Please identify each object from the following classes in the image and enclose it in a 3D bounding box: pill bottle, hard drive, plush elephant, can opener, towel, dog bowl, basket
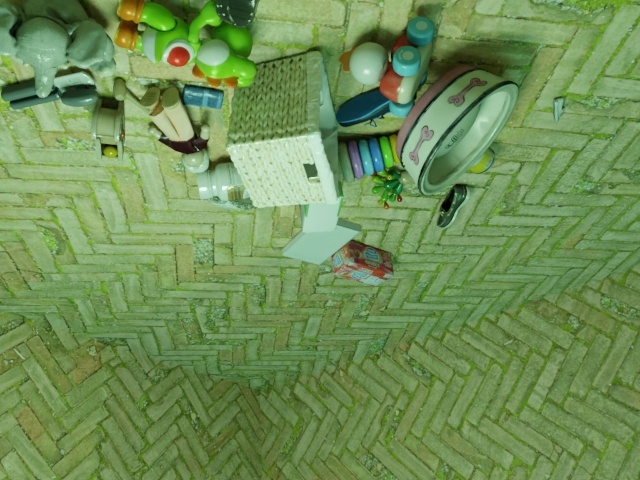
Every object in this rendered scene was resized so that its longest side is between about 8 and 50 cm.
[{"bbox_3d":[0.509,-0.306,2.019,0.184,0.103,0.103,25,137,-39],"label":"pill bottle"},{"bbox_3d":[0.000,0.000,2.502,0.203,0.040,0.307,15,143,-30],"label":"hard drive"},{"bbox_3d":[-0.648,-0.473,1.420,0.272,0.255,0.330,11,143,-14],"label":"plush elephant"},{"bbox_3d":[-0.769,-0.418,1.673,0.280,0.093,0.074,-6,150,10],"label":"can opener"},{"bbox_3d":[-0.352,-0.427,1.768,0.119,0.029,0.067,6,146,-16],"label":"towel"},{"bbox_3d":[0.390,-0.335,1.755,0.408,0.150,0.408,-38,159,-18],"label":"dog bowl"},{"bbox_3d":[-0.095,-0.312,1.724,0.267,0.331,0.328,-4,149,10],"label":"basket"},{"bbox_3d":[-0.302,-0.202,2.021,0.229,0.131,0.131,-7,149,-8],"label":"pill bottle"}]

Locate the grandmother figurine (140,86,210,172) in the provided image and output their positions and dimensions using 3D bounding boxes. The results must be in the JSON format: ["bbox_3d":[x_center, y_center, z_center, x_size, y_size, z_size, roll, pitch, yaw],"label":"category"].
[{"bbox_3d":[-0.438,-0.328,1.837,0.208,0.104,0.342,13,155,20],"label":"grandmother figurine"}]

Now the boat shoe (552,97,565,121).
[{"bbox_3d":[0.781,-0.427,1.931,0.035,0.035,0.100,-11,141,14],"label":"boat shoe"}]

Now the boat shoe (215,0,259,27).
[{"bbox_3d":[-0.154,-0.644,1.364,0.123,0.120,0.324,29,145,-16],"label":"boat shoe"}]

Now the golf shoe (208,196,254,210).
[{"bbox_3d":[-0.335,-0.149,2.208,0.176,0.069,0.086,14,164,-23],"label":"golf shoe"}]

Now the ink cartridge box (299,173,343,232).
[{"bbox_3d":[-0.011,-0.195,1.960,0.117,0.278,0.201,-3,148,-10],"label":"ink cartridge box"}]

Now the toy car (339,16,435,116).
[{"bbox_3d":[0.172,-0.498,1.632,0.238,0.210,0.219,21,159,12],"label":"toy car"}]

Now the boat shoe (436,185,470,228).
[{"bbox_3d":[0.506,-0.133,2.328,0.069,0.081,0.227,8,139,-16],"label":"boat shoe"}]

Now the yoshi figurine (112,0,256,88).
[{"bbox_3d":[-0.328,-0.527,1.527,0.362,0.203,0.203,22,101,-15],"label":"yoshi figurine"}]

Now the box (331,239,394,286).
[{"bbox_3d":[0.185,0.101,2.611,0.257,0.122,0.128,18,141,-32],"label":"box"}]

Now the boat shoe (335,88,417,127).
[{"bbox_3d":[0.177,-0.402,1.817,0.258,0.109,0.089,-16,150,21],"label":"boat shoe"}]

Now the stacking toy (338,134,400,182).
[{"bbox_3d":[0.228,-0.297,1.977,0.330,0.141,0.141,-14,148,6],"label":"stacking toy"}]

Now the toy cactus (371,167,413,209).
[{"bbox_3d":[0.273,-0.210,2.161,0.181,0.112,0.219,-23,137,9],"label":"toy cactus"}]

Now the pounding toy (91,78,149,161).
[{"bbox_3d":[-0.596,-0.334,1.765,0.155,0.154,0.269,4,148,-15],"label":"pounding toy"}]
